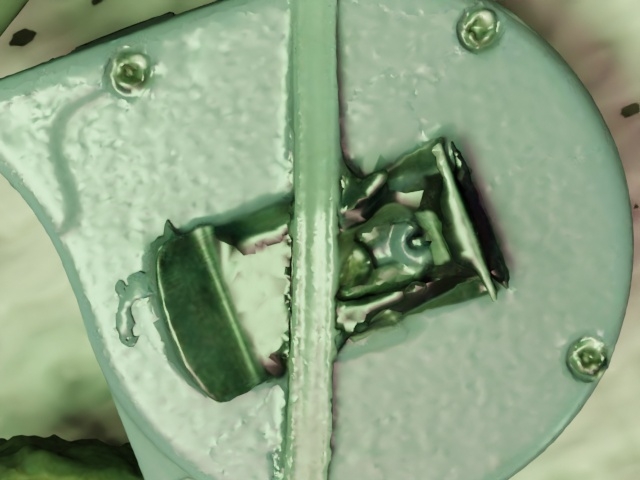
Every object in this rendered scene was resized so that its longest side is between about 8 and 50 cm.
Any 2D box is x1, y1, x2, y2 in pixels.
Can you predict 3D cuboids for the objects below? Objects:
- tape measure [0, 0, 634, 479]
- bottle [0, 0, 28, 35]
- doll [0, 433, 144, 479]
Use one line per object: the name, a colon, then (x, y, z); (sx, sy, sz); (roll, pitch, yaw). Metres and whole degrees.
tape measure: (0.005, -0.001, 0.599); (0.181, 0.107, 0.182); (-27, 96, 4)
bottle: (-0.125, -0.169, 0.509); (0.229, 0.229, 0.351); (44, 112, -10)
doll: (-0.027, 0.211, 0.660); (0.349, 0.247, 0.247); (23, 119, -10)
